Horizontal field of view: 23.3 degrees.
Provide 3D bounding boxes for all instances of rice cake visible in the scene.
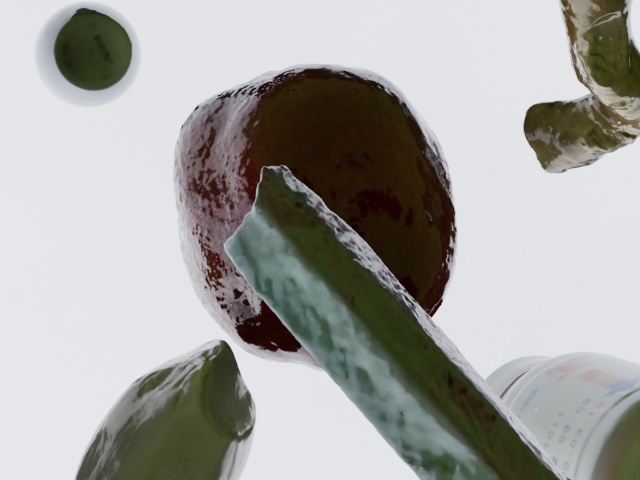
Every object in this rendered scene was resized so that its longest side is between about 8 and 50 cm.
[{"bbox_3d":[0.066,0.084,0.688,0.290,0.051,0.081,50,-159,7],"label":"rice cake"}]

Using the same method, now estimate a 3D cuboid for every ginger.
[{"bbox_3d":[0.148,-0.140,0.802,0.075,0.288,0.089,7,-128,9],"label":"ginger"}]

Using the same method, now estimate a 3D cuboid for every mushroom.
[{"bbox_3d":[-0.104,0.156,0.956,0.088,0.097,0.213,22,-81,-45],"label":"mushroom"}]

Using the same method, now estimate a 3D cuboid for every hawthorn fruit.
[{"bbox_3d":[0.000,0.000,0.996,0.189,0.189,0.251,2,-122,-23],"label":"hawthorn fruit"}]

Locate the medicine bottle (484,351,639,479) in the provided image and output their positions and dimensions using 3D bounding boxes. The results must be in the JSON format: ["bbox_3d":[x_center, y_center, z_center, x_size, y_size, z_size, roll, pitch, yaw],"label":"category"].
[{"bbox_3d":[0.235,0.180,1.286,0.170,0.293,0.170,-2,-85,-17],"label":"medicine bottle"}]

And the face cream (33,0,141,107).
[{"bbox_3d":[-0.195,-0.157,1.309,0.091,0.095,0.091,-1,-85,-12],"label":"face cream"}]
